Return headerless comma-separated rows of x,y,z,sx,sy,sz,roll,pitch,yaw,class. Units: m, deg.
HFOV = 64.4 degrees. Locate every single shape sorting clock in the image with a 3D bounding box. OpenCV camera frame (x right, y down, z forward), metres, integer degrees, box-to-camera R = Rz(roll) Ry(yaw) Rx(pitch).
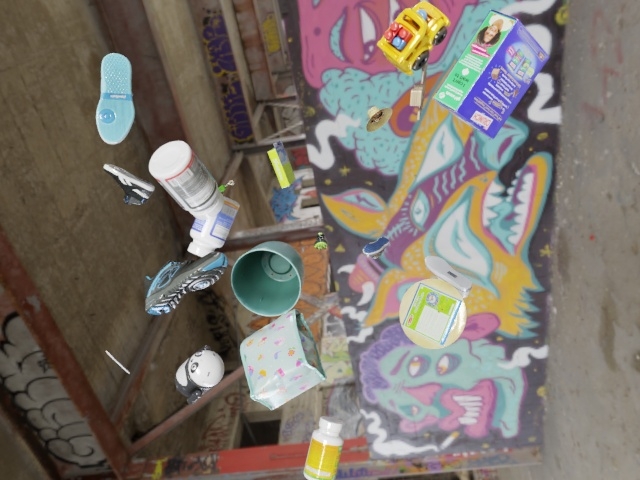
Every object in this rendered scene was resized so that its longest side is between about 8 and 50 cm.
0.332,0.217,1.510,0.040,0.206,0.206,15,-114,-61,shape sorting clock

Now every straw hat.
0.228,-0.525,2.121,0.061,0.144,0.144,54,178,17,straw hat

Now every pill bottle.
-0.471,-0.208,1.830,0.283,0.161,0.161,60,-158,-53,pill bottle
0.021,0.878,2.140,0.136,0.136,0.246,43,-120,-79,pill bottle
-0.466,-0.061,2.185,0.152,0.152,0.272,41,-109,-79,pill bottle

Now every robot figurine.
-0.553,0.605,2.298,0.173,0.278,0.209,-16,-109,-48,robot figurine

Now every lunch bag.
-0.127,0.365,1.621,0.160,0.223,0.262,49,-169,-41,lunch bag

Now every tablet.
-0.594,0.357,1.490,0.006,0.054,0.083,-47,-48,-23,tablet

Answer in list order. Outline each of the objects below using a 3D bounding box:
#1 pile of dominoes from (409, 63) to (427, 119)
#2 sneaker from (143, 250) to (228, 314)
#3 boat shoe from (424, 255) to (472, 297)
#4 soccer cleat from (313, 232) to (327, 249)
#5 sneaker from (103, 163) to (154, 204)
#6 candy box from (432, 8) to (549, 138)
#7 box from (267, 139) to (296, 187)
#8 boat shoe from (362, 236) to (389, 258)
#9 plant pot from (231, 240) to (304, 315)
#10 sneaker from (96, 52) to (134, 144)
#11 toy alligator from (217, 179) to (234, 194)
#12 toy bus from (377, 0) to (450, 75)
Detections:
0.371,-0.583,1.912,0.251,0.040,0.196,-66,-20,-54,pile of dominoes
-0.455,0.110,1.660,0.125,0.340,0.140,30,-147,-59,sneaker
0.595,0.171,2.391,0.267,0.096,0.088,35,143,35,boat shoe
0.000,0.000,2.210,0.179,0.060,0.072,70,-166,-85,soccer cleat
-0.821,-0.221,2.129,0.121,0.217,0.079,-59,18,11,sneaker
0.558,-0.529,1.658,0.268,0.317,0.122,16,-158,-45,candy box
-0.159,-0.313,2.078,0.109,0.042,0.178,-58,-50,-66,box
0.244,0.046,2.241,0.183,0.066,0.066,-24,-44,-46,boat shoe
-0.197,0.133,2.139,0.235,0.293,0.293,-60,-38,-67,plant pot
-0.736,-0.483,1.838,0.208,0.127,0.319,165,110,-68,sneaker
-0.475,-0.228,2.347,0.056,0.189,0.051,55,-142,-17,toy alligator
0.289,-0.673,1.642,0.149,0.220,0.211,46,-159,16,toy bus
